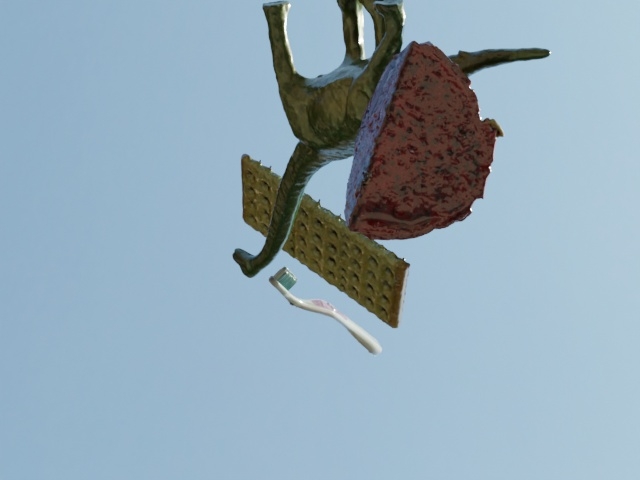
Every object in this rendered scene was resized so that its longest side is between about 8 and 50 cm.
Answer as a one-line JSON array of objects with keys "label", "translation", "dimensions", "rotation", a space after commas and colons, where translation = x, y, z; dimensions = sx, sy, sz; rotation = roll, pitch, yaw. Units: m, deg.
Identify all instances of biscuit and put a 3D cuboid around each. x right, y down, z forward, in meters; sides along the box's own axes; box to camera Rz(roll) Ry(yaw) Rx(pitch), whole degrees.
[{"label": "biscuit", "translation": [0.000, 0.000, 1.607], "dimensions": [0.231, 0.016, 0.139], "rotation": [36, -28, 20]}]

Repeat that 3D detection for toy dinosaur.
[{"label": "toy dinosaur", "translation": [0.034, -0.072, 1.325], "dimensions": [0.087, 0.447, 0.300], "rotation": [-16, -71, -36]}]

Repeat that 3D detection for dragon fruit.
[{"label": "dragon fruit", "translation": [0.081, -0.070, 1.173], "dimensions": [0.106, 0.083, 0.162], "rotation": [17, -93, -16]}]

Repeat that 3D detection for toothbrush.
[{"label": "toothbrush", "translation": [0.006, 0.062, 1.209], "dimensions": [0.022, 0.017, 0.204], "rotation": [-43, -32, 4]}]
